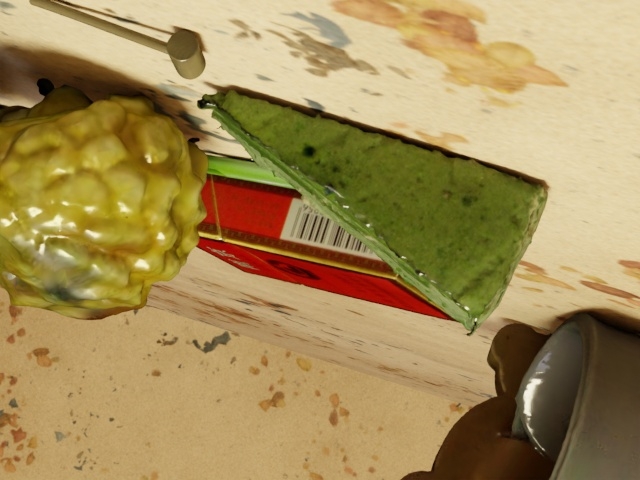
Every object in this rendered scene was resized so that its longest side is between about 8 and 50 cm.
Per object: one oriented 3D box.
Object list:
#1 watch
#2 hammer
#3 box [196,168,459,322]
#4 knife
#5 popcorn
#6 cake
[{"bbox_3d":[0.267,0.210,1.224,0.314,0.335,0.327,24,151,-3],"label":"watch"},{"bbox_3d":[-0.121,-0.123,0.728,0.110,0.019,0.035,19,171,6],"label":"hammer"},{"bbox_3d":[0.000,0.001,1.061,0.240,0.074,0.153,13,174,31],"label":"box"},{"bbox_3d":[-0.035,-0.053,0.979,0.212,0.015,0.054,11,168,34],"label":"knife"},{"bbox_3d":[-0.185,-0.034,0.916,0.189,0.169,0.218,10,160,7],"label":"popcorn"},{"bbox_3d":[0.039,-0.047,0.831,0.235,0.099,0.100,38,173,6],"label":"cake"}]
